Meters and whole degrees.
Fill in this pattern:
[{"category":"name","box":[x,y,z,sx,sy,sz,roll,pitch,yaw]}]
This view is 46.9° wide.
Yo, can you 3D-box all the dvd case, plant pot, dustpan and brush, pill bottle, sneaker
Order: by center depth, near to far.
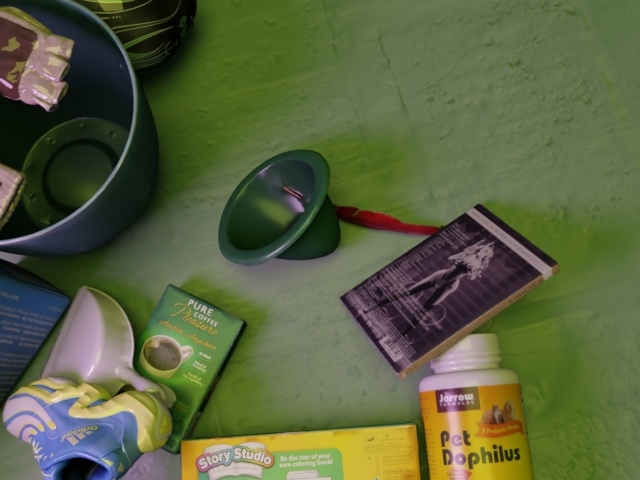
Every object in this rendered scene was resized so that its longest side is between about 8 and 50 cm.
[{"category":"sneaker","box":[-0.288,0.218,0.814,0.240,0.126,0.091,-8,112,27]},{"category":"pill bottle","box":[0.177,0.219,0.847,0.117,0.117,0.214,-6,76,2]},{"category":"dvd case","box":[0.148,0.054,0.888,0.221,0.018,0.164,-34,36,-4]},{"category":"dustpan and brush","box":[-0.255,0.151,0.891,0.211,0.060,0.147,17,84,51]},{"category":"plant pot","box":[-0.332,-0.112,0.897,0.293,0.235,0.292,-1,77,3]}]

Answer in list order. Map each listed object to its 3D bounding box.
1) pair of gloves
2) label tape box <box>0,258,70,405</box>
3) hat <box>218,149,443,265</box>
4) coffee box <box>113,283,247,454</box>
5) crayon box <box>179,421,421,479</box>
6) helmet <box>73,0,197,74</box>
[{"category":"pair of gloves","box":[-0.374,-0.138,0.765,0.204,0.042,0.240,17,80,4]},{"category":"label tape box","box":[-0.466,0.170,0.830,0.115,0.249,0.347,32,82,11]},{"category":"hat","box":[0.000,0.000,0.959,0.209,0.183,0.172,7,64,48]},{"category":"coffee box","box":[-0.181,0.160,0.923,0.113,0.040,0.184,24,80,9]},{"category":"crayon box","box":[-0.019,0.304,0.858,0.279,0.081,0.165,-5,76,3]},{"category":"helmet","box":[-0.265,-0.299,0.976,0.169,0.169,0.161,33,64,10]}]
